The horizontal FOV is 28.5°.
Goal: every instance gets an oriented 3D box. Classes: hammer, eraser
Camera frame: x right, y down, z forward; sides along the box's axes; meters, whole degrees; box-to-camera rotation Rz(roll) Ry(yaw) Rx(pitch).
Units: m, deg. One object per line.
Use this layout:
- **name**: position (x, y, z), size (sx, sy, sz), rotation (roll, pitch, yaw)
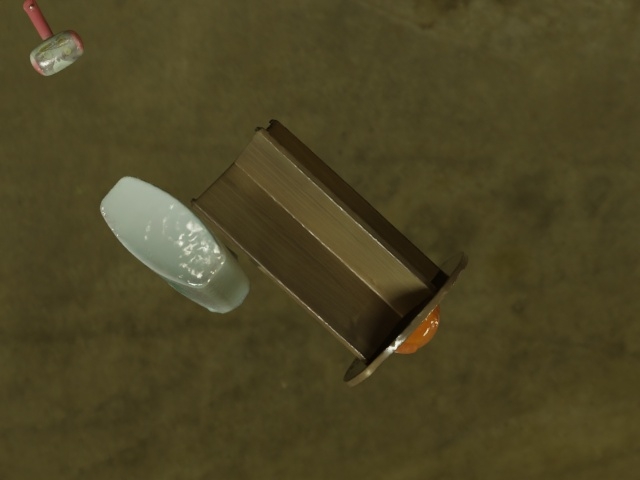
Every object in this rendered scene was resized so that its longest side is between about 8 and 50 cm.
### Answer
- **hammer**: position (-0.261, -0.198, 1.199), size (0.053, 0.083, 0.031), rotation (-31, 159, -1)
- **eraser**: position (-0.199, 0.011, 1.802), size (0.189, 0.290, 0.104), rotation (42, 85, 10)

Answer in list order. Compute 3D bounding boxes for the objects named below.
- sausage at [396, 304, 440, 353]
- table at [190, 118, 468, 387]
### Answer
- **sausage**: position (0.102, 0.080, 2.135), size (0.153, 0.141, 0.268), rotation (-40, 112, -9)
- **table**: position (0.000, 0.000, 1.178), size (0.227, 0.167, 0.167), rotation (43, 98, -1)
